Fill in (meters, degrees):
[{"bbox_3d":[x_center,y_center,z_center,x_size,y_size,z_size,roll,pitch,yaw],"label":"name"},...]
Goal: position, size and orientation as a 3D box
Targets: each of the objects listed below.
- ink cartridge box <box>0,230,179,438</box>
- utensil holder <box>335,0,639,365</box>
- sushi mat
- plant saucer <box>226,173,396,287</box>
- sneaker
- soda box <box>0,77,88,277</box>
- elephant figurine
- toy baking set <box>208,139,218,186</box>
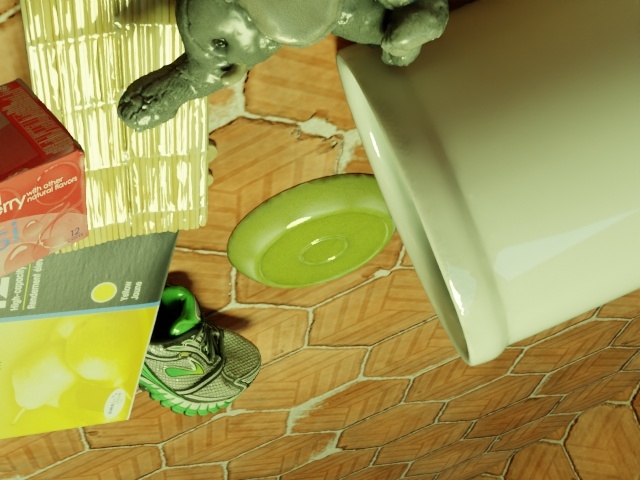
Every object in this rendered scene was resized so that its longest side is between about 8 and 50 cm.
[{"bbox_3d":[-0.324,0.091,0.965,0.307,0.072,0.303,-6,133,-33],"label":"ink cartridge box"},{"bbox_3d":[0.253,-0.100,0.882,0.386,0.327,0.327,-22,152,1],"label":"utensil holder"},{"bbox_3d":[-0.168,-0.121,0.796,0.152,0.019,0.316,-9,133,-17],"label":"sushi mat"},{"bbox_3d":[0.000,0.000,1.199,0.241,0.037,0.241,-16,152,-9],"label":"plant saucer"},{"bbox_3d":[-0.187,0.139,1.220,0.146,0.134,0.344,-34,149,23],"label":"sneaker"},{"bbox_3d":[-0.276,-0.002,0.567,0.263,0.083,0.092,-30,150,-32],"label":"soda box"},{"bbox_3d":[-0.033,-0.194,0.693,0.240,0.185,0.169,-10,-178,-22],"label":"elephant figurine"},{"bbox_3d":[-0.219,-0.051,0.968,0.256,0.030,0.197,-32,150,21],"label":"toy baking set"}]
